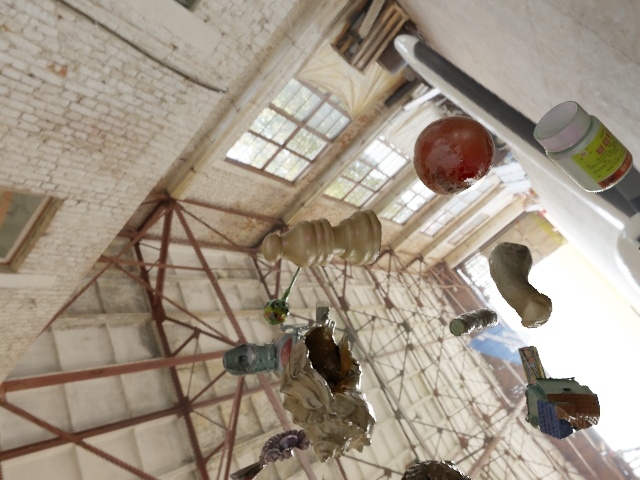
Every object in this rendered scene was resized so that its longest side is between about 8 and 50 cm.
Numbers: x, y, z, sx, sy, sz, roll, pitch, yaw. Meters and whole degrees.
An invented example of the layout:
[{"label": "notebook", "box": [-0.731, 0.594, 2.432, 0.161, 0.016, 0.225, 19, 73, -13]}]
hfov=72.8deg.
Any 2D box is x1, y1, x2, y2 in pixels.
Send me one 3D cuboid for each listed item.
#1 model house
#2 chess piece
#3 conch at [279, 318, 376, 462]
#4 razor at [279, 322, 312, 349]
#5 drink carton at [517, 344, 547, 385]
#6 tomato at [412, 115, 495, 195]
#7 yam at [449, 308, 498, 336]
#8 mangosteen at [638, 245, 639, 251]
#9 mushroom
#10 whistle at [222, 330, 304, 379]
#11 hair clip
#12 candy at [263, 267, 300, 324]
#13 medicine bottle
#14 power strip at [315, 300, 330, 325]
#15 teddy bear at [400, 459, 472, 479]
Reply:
[{"label": "model house", "box": [0.538, 0.378, 0.949, 0.148, 0.148, 0.120, -1, -94, -76]}, {"label": "chess piece", "box": [0.000, 0.000, 1.114, 0.307, 0.139, 0.124, -4, -135, -27]}, {"label": "conch", "box": [0.000, 0.325, 0.972, 0.324, 0.186, 0.263, -104, -10, -60]}, {"label": "razor", "box": [-0.077, 0.379, 1.362, 0.106, 0.068, 0.232, 15, -105, -63]}, {"label": "drink carton", "box": [0.881, 0.524, 1.800, 0.056, 0.071, 0.166, 28, -134, -39]}, {"label": "tomato", "box": [0.344, -0.213, 1.122, 0.208, 0.208, 0.185, 33, -139, -31]}, {"label": "yam", "box": [0.413, 0.219, 1.170, 0.274, 0.061, 0.061, 4, -135, -51]}, {"label": "mangosteen", "box": [1.097, -0.039, 1.224, 0.300, 0.300, 0.300, 39, -159, -18]}, {"label": "mushroom", "box": [0.397, 0.084, 0.877, 0.092, 0.081, 0.223, 14, -148, 0]}, {"label": "whistle", "box": [-0.159, 0.406, 1.503, 0.347, 0.189, 0.189, 2, -140, -23]}, {"label": "hair clip", "box": [-0.155, 0.668, 1.332, 0.069, 0.300, 0.173, 63, 158, -6]}, {"label": "candy", "box": [-0.124, 0.180, 1.606, 0.091, 0.083, 0.306, 24, -131, -1]}, {"label": "medicine bottle", "box": [0.673, -0.239, 1.117, 0.225, 0.139, 0.139, 34, -158, -17]}, {"label": "power strip", "box": [0.005, 0.269, 1.613, 0.048, 0.080, 0.286, 3, 178, -1]}, {"label": "teddy bear", "box": [0.227, 0.515, 0.822, 0.177, 0.190, 0.140, 7, -162, 15]}]
